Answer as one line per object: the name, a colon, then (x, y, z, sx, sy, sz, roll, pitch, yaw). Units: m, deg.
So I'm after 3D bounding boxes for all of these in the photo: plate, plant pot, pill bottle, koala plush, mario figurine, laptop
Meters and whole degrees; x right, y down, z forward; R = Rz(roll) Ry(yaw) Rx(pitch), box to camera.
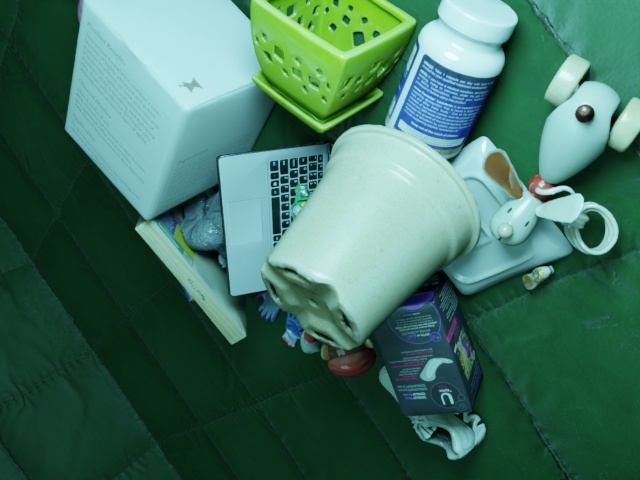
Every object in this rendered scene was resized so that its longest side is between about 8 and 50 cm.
plate: (0.295, -0.025, 1.244, 0.277, 0.045, 0.278, 50, 138, -7)
plant pot: (0.070, 0.017, 1.158, 0.333, 0.305, 0.334, 31, 152, 19)
pill bottle: (0.221, -0.282, 1.096, 0.153, 0.153, 0.265, 39, 137, 18)
koala plush: (-0.243, -0.013, 1.706, 0.196, 0.203, 0.221, -18, 132, 26)
mario figurine: (0.038, 0.168, 1.481, 0.198, 0.170, 0.321, 3, 119, 52)
laptop: (0.000, 0.000, 1.439, 0.236, 0.407, 0.382, -120, 25, -53)
plant pot: (0.009, -0.350, 1.210, 0.228, 0.227, 0.207, 39, 142, 18)

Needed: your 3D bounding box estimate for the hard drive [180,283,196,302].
hard drive: (-0.392, 0.032, 1.825, 0.040, 0.210, 0.319, -32, 78, 7)

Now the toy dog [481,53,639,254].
toy dog: (0.376, -0.119, 1.013, 0.220, 0.161, 0.334, 18, 115, 28)

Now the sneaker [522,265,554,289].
sneaker: (0.420, 0.072, 1.228, 0.083, 0.036, 0.032, 118, 134, -69)

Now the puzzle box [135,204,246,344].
puzzle box: (-0.334, 0.059, 1.721, 0.052, 0.272, 0.409, -32, 112, 7)

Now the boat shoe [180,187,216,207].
boat shoe: (-0.413, -0.149, 1.831, 0.302, 0.094, 0.109, 36, 135, 21)

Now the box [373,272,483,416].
box: (0.232, 0.229, 1.398, 0.165, 0.143, 0.271, -12, 107, 29)

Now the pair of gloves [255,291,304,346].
pair of gloves: (-0.112, 0.215, 1.836, 0.198, 0.023, 0.159, 43, 137, 14)

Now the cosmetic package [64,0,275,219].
cosmetic package: (-0.337, -0.327, 1.469, 0.329, 0.327, 0.394, 48, 139, 9)

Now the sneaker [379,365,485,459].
sneaker: (0.252, 0.407, 1.542, 0.292, 0.118, 0.110, 35, 137, 24)

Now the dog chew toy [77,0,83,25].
dog chew toy: (-0.435, -0.583, 1.507, 0.331, 0.206, 0.207, -35, 89, 41)

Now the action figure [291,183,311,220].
action figure: (0.004, -0.014, 1.341, 0.063, 0.137, 0.232, -32, 85, 50)
